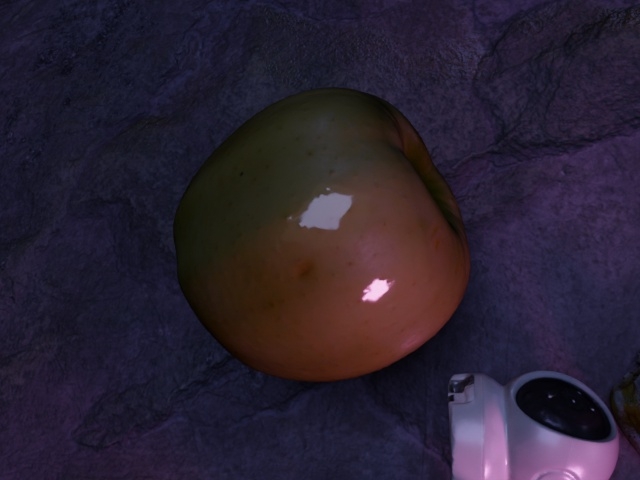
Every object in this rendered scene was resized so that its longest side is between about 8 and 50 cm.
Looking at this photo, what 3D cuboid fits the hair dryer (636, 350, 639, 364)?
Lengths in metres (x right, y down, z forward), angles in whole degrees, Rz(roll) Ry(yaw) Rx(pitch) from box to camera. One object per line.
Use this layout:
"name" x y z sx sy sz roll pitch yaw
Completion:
"hair dryer" 0.657 0.167 0.988 0.361 0.121 0.301 0 59 22

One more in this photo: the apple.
"apple" 0.000 0.000 1.058 0.474 0.473 0.473 -6 66 14

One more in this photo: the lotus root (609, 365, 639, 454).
"lotus root" 0.506 0.275 0.984 0.113 0.088 0.192 -43 61 23

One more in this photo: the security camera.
"security camera" 0.305 0.289 0.985 0.236 0.194 0.194 0 68 13
